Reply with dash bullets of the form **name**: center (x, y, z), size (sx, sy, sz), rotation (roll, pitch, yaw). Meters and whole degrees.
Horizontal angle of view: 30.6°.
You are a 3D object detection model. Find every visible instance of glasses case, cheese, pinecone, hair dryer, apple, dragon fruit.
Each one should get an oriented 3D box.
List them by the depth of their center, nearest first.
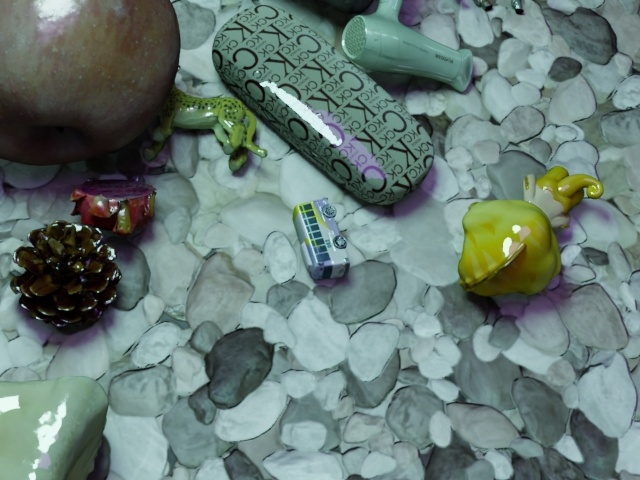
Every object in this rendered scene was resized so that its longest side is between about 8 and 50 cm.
- **cheese**: center (-0.381, 0.270, 1.296), size (0.251, 0.173, 0.248), rotation (10, 55, -4)
- **pinecone**: center (-0.314, 0.034, 1.446), size (0.140, 0.121, 0.140), rotation (7, 58, -11)
- **apple**: center (-0.327, -0.227, 1.471), size (0.306, 0.306, 0.235), rotation (0, 68, -8)
- **dragon fruit**: center (-0.267, -0.039, 1.510), size (0.112, 0.126, 0.068), rotation (0, 107, -14)
- **glasses case**: center (0.001, -0.189, 1.612), size (0.355, 0.085, 0.137), rotation (41, 63, 12)
- **hair dryer**: center (0.136, -0.343, 1.651), size (0.206, 0.075, 0.237), rotation (8, 84, -33)

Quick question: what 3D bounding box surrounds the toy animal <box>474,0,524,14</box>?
- **toy animal**: center (0.299, -0.474, 1.788), size (0.243, 0.087, 0.260), rotation (4, 68, -8)

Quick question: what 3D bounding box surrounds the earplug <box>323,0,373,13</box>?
- **earplug**: center (-0.060, -0.535, 1.651), size (0.394, 0.312, 0.312), rotation (25, 64, 8)

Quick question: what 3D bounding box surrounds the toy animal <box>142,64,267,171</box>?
- **toy animal**: center (-0.154, -0.171, 1.593), size (0.181, 0.073, 0.136), rotation (8, 57, 0)

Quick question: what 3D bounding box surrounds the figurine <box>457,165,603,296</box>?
- **figurine**: center (0.274, -0.013, 1.557), size (0.156, 0.131, 0.246), rotation (45, 56, -3)

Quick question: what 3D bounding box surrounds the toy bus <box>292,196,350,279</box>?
- **toy bus**: center (0.000, 0.000, 1.542), size (0.058, 0.052, 0.102), rotation (-13, 66, -13)
